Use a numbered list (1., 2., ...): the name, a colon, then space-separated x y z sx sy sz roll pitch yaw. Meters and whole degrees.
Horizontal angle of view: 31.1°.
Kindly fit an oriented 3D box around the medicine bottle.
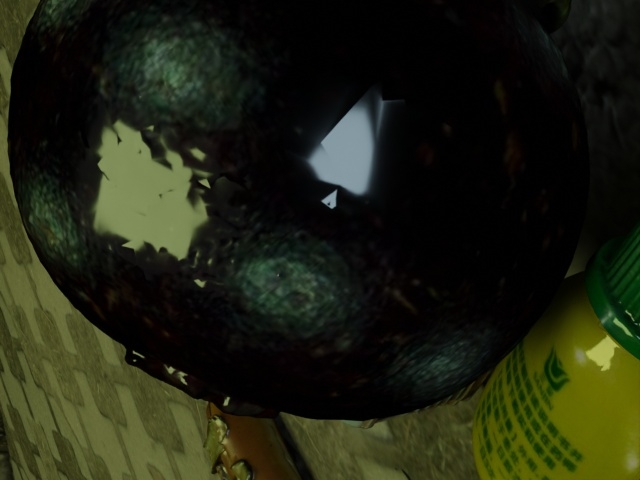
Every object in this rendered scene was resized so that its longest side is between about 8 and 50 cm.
1. medicine bottle: 0.148 0.048 0.547 0.309 0.076 0.111 107 143 -52

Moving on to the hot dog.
1. hot dog: -0.048 0.259 1.118 0.269 0.072 0.109 61 156 26

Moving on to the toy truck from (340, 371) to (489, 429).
1. toy truck: 0.000 0.000 0.752 0.257 0.140 0.108 60 152 26

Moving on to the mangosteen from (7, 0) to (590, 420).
1. mangosteen: -0.002 -0.055 0.551 0.288 0.288 0.288 45 144 46
